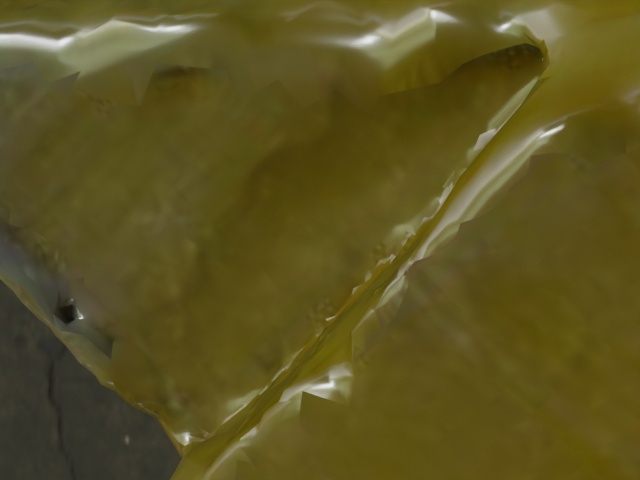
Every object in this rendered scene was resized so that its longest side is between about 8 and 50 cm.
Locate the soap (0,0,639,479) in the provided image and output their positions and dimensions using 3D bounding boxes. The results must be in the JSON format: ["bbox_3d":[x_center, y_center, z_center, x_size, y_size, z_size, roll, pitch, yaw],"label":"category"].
[{"bbox_3d":[0.105,-0.050,0.362,0.304,0.169,0.338,45,117,-1],"label":"soap"}]
